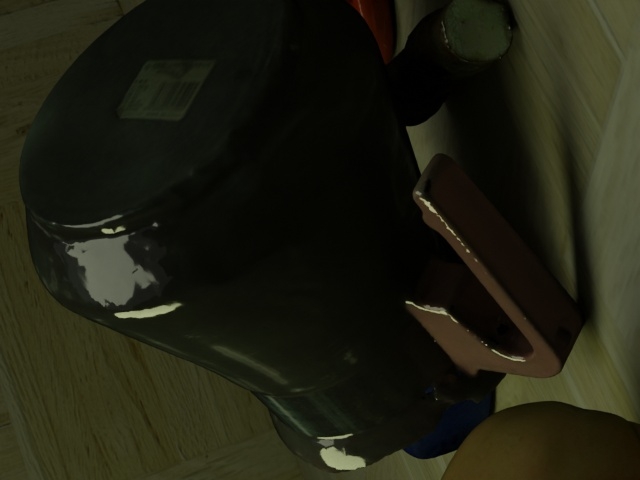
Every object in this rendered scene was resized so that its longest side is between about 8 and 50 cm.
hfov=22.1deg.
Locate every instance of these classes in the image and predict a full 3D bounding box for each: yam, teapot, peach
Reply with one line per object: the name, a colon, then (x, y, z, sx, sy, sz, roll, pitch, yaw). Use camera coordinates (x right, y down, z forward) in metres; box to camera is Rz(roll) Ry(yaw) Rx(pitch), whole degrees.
yam: (0.087, -0.135, 1.242, 0.253, 0.061, 0.061, 146, 105, -79)
teapot: (0.000, 0.000, 1.246, 0.376, 0.305, 0.362, 5, 148, 45)
peach: (0.160, 0.200, 1.078, 0.184, 0.184, 0.184, 162, 90, -80)

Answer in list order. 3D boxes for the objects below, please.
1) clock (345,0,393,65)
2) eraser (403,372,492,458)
clock: (0.013, -0.238, 1.493, 0.205, 0.051, 0.205, 163, 90, -80)
eraser: (0.061, 0.040, 1.594, 0.155, 0.102, 0.332, 86, 162, -49)
